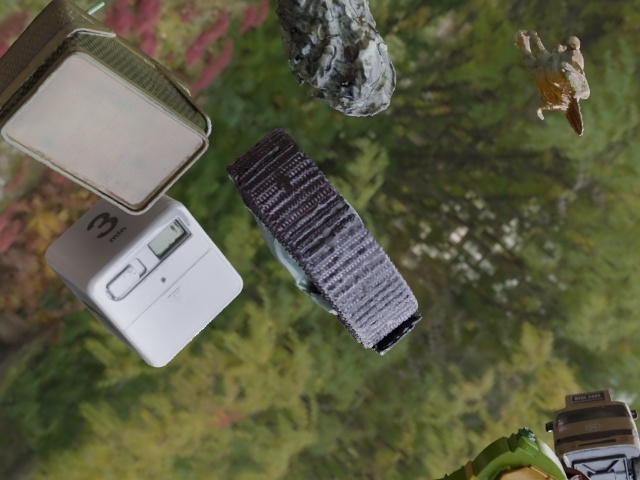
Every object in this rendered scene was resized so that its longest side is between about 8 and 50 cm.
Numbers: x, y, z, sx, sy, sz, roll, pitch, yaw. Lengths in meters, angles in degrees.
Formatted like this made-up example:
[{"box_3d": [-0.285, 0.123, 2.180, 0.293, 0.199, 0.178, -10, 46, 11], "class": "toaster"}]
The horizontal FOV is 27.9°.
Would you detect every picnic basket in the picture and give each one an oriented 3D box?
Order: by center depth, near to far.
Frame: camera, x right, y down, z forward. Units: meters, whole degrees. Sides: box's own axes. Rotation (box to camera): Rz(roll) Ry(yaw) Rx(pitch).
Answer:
[{"box_3d": [-0.286, -0.171, 1.675, 0.165, 0.267, 0.139, -44, -140, 16], "class": "picnic basket"}]

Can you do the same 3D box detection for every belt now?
[{"box_3d": [0.000, 0.000, 1.633, 0.122, 0.325, 0.260, -39, -141, -2], "class": "belt"}]

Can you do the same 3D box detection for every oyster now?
[{"box_3d": [0.022, -0.304, 1.796, 0.087, 0.199, 0.252, -170, -93, -74], "class": "oyster"}]

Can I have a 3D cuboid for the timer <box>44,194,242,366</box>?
[{"box_3d": [-0.270, 0.045, 1.963, 0.192, 0.194, 0.195, -44, -149, -13], "class": "timer"}]

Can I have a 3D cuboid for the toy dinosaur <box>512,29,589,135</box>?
[{"box_3d": [0.268, -0.163, 1.400, 0.057, 0.142, 0.212, -27, 143, 5], "class": "toy dinosaur"}]

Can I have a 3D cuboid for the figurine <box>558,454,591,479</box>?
[{"box_3d": [0.275, 0.281, 1.411, 0.082, 0.098, 0.154, -27, 153, 11], "class": "figurine"}]

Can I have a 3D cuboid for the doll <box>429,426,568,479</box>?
[{"box_3d": [0.144, 0.251, 1.204, 0.186, 0.134, 0.106, -27, -172, 7], "class": "doll"}]

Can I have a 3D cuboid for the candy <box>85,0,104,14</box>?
[{"box_3d": [-0.372, -0.327, 1.946, 0.060, 0.060, 0.201, -50, -174, 33], "class": "candy"}]

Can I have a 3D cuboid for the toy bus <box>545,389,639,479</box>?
[{"box_3d": [0.436, 0.375, 1.985, 0.140, 0.289, 0.157, -11, -143, 10], "class": "toy bus"}]
